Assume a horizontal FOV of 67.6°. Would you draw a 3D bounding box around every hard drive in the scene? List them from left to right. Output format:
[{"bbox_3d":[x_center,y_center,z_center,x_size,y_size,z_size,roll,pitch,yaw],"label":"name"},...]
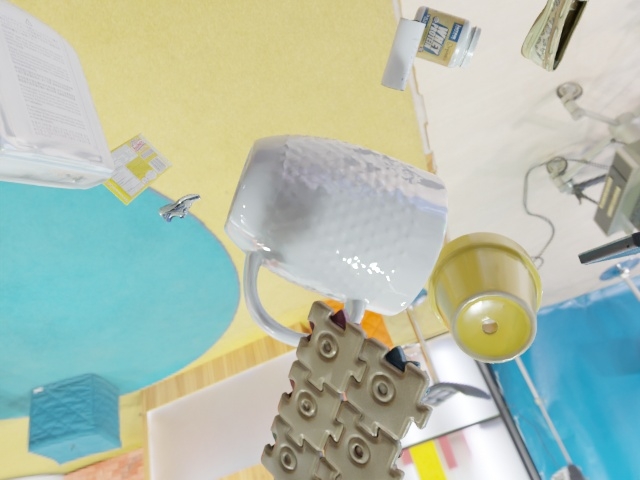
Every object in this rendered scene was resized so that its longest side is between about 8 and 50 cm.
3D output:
[{"bbox_3d":[0.458,0.007,0.699,0.094,0.022,0.135,-12,167,-4],"label":"hard drive"}]

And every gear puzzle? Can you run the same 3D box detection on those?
[{"bbox_3d":[0.014,0.250,0.554,0.044,0.175,0.339,-3,116,-50],"label":"gear puzzle"}]

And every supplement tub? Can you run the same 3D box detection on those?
[{"bbox_3d":[0.370,-0.613,1.456,0.200,0.144,0.144,19,141,4],"label":"supplement tub"}]

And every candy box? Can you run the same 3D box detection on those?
[{"bbox_3d":[-0.409,-0.162,1.049,0.027,0.206,0.105,-39,106,26],"label":"candy box"}]

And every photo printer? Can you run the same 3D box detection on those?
[{"bbox_3d":[-0.490,-0.246,0.783,0.107,0.307,0.256,-21,176,15],"label":"photo printer"}]

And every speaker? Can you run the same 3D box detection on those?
[{"bbox_3d":[0.170,-0.384,0.987,0.055,0.055,0.136,2,119,-25],"label":"speaker"}]

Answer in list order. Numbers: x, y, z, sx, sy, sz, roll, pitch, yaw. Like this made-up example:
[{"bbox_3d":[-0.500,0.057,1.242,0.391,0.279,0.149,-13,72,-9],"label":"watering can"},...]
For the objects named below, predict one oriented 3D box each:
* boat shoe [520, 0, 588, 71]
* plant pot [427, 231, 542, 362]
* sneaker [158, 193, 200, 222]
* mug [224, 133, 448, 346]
[{"bbox_3d":[0.532,-0.497,1.006,0.104,0.089,0.285,-27,153,-22],"label":"boat shoe"},{"bbox_3d":[0.364,0.136,1.054,0.254,0.239,0.254,4,110,12],"label":"plant pot"},{"bbox_3d":[-0.428,-0.098,1.484,0.135,0.058,0.052,-28,177,-1],"label":"sneaker"},{"bbox_3d":[0.000,0.000,0.835,0.328,0.374,0.276,19,159,-13],"label":"mug"}]
